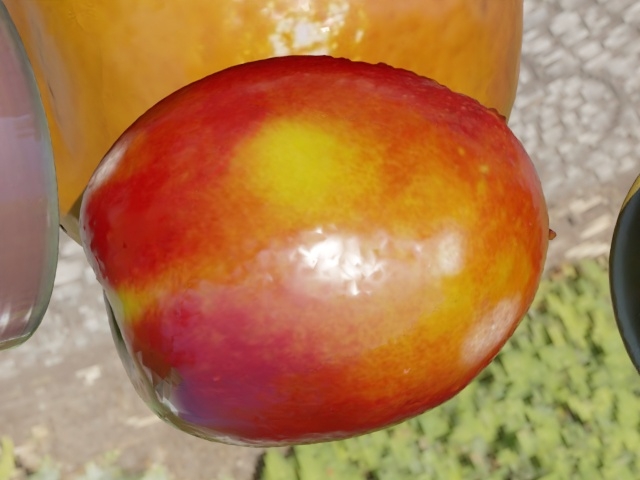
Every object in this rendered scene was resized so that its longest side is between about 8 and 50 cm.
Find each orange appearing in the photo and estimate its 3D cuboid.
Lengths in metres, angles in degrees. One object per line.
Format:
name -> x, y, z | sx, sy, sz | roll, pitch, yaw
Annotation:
orange -> -0.065, -0.169, 1.026 | 0.326, 0.424, 0.424 | -18, 148, -15

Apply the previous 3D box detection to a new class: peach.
peach -> 0.000, 0.000, 0.801 | 0.226, 0.190, 0.196 | -19, -175, -12

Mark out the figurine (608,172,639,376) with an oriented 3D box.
figurine -> 0.233, 0.038, 0.748 | 0.167, 0.257, 0.192 | 22, 107, -7

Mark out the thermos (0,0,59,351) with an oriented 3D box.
thermos -> -0.235, -0.020, 0.504 | 0.265, 0.176, 0.146 | -12, 179, -33
